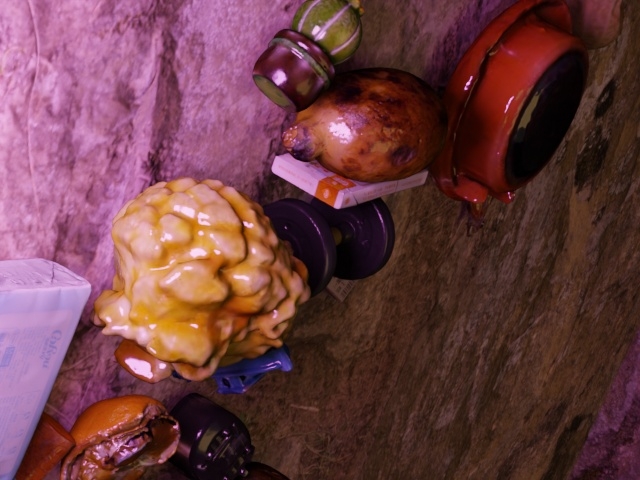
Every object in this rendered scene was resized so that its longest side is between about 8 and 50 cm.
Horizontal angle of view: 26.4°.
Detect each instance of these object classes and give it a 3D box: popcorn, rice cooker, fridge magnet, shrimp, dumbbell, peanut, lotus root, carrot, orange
[{"bbox_3d":[-0.148,0.048,1.609,0.258,0.224,0.270,-13,141,-47],"label":"popcorn"},{"bbox_3d":[-0.165,0.290,1.965,0.112,0.106,0.165,-55,143,-16],"label":"rice cooker"},{"bbox_3d":[0.305,-0.221,2.177,0.363,0.155,0.363,-42,150,-32],"label":"fridge magnet"},{"bbox_3d":[0.285,-0.093,2.416,0.091,0.043,0.184,-14,123,-46],"label":"shrimp"},{"bbox_3d":[0.000,0.000,1.897,0.325,0.143,0.143,-18,133,-53],"label":"dumbbell"},{"bbox_3d":[0.470,-0.421,2.296,0.123,0.123,0.256,-48,151,-21],"label":"peanut"},{"bbox_3d":[0.067,-0.155,1.821,0.314,0.169,0.141,-16,131,-50],"label":"lotus root"},{"bbox_3d":[-0.387,0.307,1.662,0.209,0.061,0.061,-51,153,-5],"label":"carrot"},{"bbox_3d":[-0.267,0.262,1.751,0.170,0.112,0.160,-14,146,-28],"label":"orange"}]

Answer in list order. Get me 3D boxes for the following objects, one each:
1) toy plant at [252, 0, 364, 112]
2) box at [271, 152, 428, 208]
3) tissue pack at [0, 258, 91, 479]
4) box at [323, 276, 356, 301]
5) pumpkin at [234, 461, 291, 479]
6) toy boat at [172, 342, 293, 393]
[{"bbox_3d":[-0.008,-0.240,1.688,0.162,0.093,0.093,-50,153,-14],"label":"toy plant"},{"bbox_3d":[0.045,-0.096,1.896,0.220,0.122,0.032,-17,131,-54],"label":"box"},{"bbox_3d":[-0.370,0.150,1.481,0.177,0.089,0.263,-2,117,-61],"label":"tissue pack"},{"bbox_3d":[0.023,0.033,2.083,0.089,0.043,0.125,-54,153,-8],"label":"box"},{"bbox_3d":[-0.141,0.453,2.094,0.325,0.242,0.232,115,-7,-54],"label":"pumpkin"},{"bbox_3d":[-0.116,0.159,1.791,0.100,0.223,0.097,-39,112,-37],"label":"toy boat"}]
